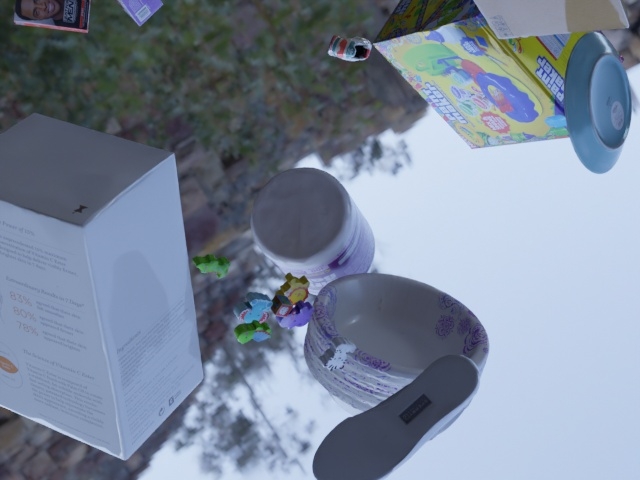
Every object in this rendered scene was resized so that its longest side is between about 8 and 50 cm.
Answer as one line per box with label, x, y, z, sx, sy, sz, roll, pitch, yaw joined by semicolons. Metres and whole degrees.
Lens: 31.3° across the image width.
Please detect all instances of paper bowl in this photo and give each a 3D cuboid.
paper bowl;0.113;0.184;1.802;0.284;0.148;0.284;10;-151;-5

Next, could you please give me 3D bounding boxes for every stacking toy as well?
stacking toy;-0.068;0.103;1.629;0.052;0.221;0.167;-56;-135;20

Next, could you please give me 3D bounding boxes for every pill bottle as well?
pill bottle;0.000;0.000;1.926;0.169;0.169;0.301;-30;159;4

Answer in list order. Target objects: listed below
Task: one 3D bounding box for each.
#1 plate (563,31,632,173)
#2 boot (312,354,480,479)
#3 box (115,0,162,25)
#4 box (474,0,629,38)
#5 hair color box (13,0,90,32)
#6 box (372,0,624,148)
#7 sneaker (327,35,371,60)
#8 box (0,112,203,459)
plate;0.374;-0.182;1.507;0.024;0.188;0.188;-1;-148;40
boot;0.103;0.257;1.509;0.258;0.095;0.123;-32;156;-13
box;-0.352;-0.454;1.689;0.057;0.201;0.293;-44;167;-3
box;0.262;-0.282;1.321;0.164;0.021;0.201;-1;168;22
hair color box;-0.523;-0.451;2.231;0.141;0.072;0.043;5;-177;-10
box;0.301;-0.322;1.950;0.279;0.290;0.177;-1;-128;57
sneaker;0.083;-0.418;2.530;0.075;0.057;0.161;25;-164;26
box;-0.286;0.054;1.360;0.215;0.345;0.168;17;-140;25
